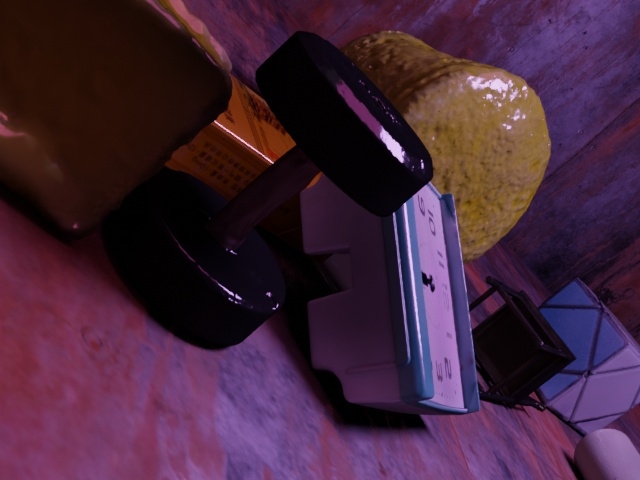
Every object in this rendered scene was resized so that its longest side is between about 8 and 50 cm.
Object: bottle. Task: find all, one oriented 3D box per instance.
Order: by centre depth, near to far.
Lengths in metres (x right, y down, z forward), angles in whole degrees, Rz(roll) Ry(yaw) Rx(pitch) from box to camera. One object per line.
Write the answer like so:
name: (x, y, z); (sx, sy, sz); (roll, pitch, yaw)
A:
bottle: (0.491, 0.411, 1.280); (0.104, 0.104, 0.245); (44, 15, -21)

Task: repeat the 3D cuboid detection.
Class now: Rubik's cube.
Rubik's cube: (0.533, 0.241, 1.644); (0.207, 0.205, 0.205); (39, 17, -39)

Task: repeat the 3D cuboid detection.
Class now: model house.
model house: (-0.187, -0.141, 0.615); (0.193, 0.175, 0.234); (43, 5, -19)

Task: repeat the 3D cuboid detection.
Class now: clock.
clock: (0.077, 0.050, 0.849); (0.231, 0.116, 0.262); (30, 53, -62)

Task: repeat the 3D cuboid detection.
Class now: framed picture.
framed picture: (0.000, 0.000, 1.060); (0.252, 0.014, 0.197); (54, 15, 20)

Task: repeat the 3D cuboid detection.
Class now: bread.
bread: (0.146, -0.151, 1.255); (0.348, 0.348, 0.308); (34, 14, -47)

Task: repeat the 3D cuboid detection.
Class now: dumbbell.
dumbbell: (-0.039, -0.039, 0.627); (0.152, 0.218, 0.152); (45, 16, -16)

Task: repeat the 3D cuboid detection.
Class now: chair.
chair: (0.306, 0.174, 1.287); (0.260, 0.141, 0.154); (23, 30, -54)

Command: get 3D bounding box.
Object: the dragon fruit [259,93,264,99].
dragon fruit: (-0.067, -0.269, 1.418); (0.116, 0.081, 0.086); (55, -11, -28)

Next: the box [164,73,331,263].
box: (-0.086, -0.105, 0.918); (0.274, 0.076, 0.174); (34, 24, -38)
